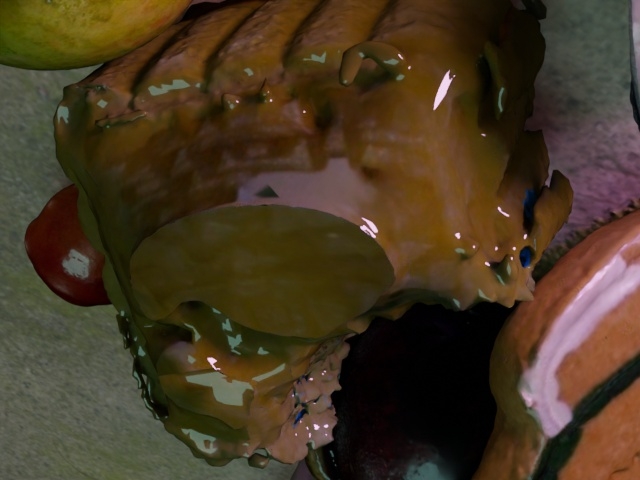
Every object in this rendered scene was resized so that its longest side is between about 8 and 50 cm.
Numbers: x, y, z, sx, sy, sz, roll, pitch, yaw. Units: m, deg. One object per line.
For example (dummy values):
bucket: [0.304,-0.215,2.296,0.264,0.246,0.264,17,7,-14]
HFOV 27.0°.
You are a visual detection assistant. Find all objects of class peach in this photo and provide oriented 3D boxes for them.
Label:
peach: [-0.173,0.006,1.031,0.101,0.101,0.101,12,137,12]

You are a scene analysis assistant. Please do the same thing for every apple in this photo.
apple: [-0.155,-0.188,0.762,0.196,0.196,0.196,12,137,12]

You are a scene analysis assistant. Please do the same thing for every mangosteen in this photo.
mangosteen: [0.074,0.129,0.979,0.230,0.194,0.194,-1,134,37]

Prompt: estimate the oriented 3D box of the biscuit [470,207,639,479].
biscuit: [0.202,0.147,0.890,0.057,0.287,0.344,34,149,49]

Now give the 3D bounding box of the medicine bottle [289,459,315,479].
medicine bottle: [0.045,0.299,1.151,0.202,0.202,0.316,21,138,2]

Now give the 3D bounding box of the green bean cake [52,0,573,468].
green bean cake: [0.000,0.000,0.821,0.310,0.202,0.285,-8,112,25]

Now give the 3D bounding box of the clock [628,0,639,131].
clock: [0.192,-0.127,0.684,0.063,0.155,0.229,2,170,24]
